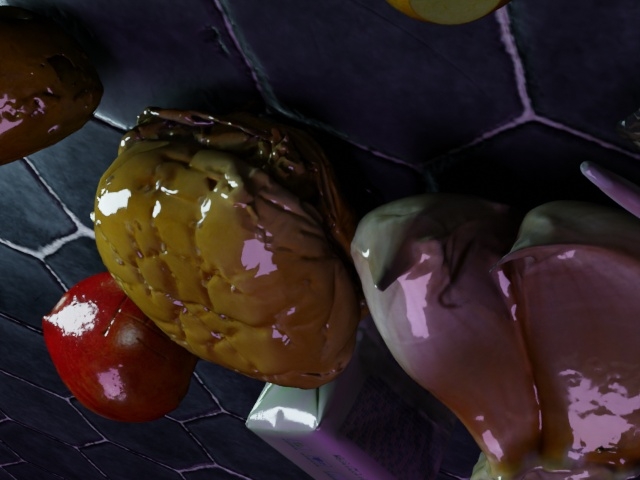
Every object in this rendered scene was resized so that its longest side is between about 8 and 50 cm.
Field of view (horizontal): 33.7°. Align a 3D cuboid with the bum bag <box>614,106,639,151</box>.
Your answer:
[{"bbox_3d":[0.318,-0.035,0.785,0.248,0.069,0.102,39,146,-23],"label":"bum bag"}]

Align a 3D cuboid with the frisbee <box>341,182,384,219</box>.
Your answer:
[{"bbox_3d":[0.000,0.000,1.117,0.211,0.012,0.187,0,142,34],"label":"frisbee"}]

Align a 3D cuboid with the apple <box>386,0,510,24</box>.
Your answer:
[{"bbox_3d":[0.084,-0.194,0.684,0.114,0.099,0.102,0,156,-7],"label":"apple"}]

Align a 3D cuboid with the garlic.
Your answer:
[{"bbox_3d":[0.179,0.073,0.916,0.286,0.249,0.313,10,133,54],"label":"garlic"}]

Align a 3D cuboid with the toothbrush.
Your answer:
[{"bbox_3d":[0.306,0.009,0.836,0.307,0.025,0.029,27,115,-29],"label":"toothbrush"}]

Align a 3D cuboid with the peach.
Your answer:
[{"bbox_3d":[-0.249,0.124,1.318,0.197,0.197,0.197,18,148,11],"label":"peach"}]

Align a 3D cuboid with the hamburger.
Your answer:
[{"bbox_3d":[-0.091,0.005,1.030,0.318,0.158,0.319,26,144,20],"label":"hamburger"}]

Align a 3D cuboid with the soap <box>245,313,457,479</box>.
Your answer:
[{"bbox_3d":[0.048,0.182,1.186,0.138,0.182,0.199,-7,139,45],"label":"soap"}]

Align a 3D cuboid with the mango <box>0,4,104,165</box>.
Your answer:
[{"bbox_3d":[-0.319,-0.143,1.017,0.248,0.151,0.156,-2,172,27],"label":"mango"}]
